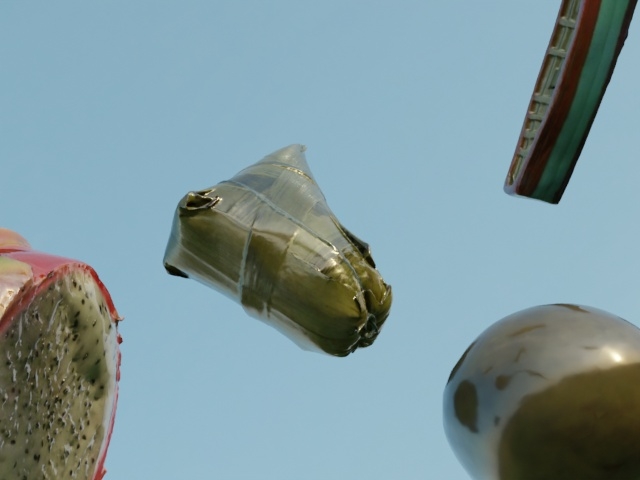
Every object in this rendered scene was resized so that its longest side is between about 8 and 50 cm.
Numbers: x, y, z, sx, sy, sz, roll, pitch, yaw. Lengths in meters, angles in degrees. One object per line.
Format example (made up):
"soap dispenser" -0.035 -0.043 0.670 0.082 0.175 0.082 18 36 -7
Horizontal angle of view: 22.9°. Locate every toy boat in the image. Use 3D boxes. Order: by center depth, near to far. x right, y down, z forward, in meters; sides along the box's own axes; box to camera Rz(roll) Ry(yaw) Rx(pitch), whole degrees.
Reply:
"toy boat" 0.282 -0.228 1.683 0.079 0.136 0.392 19 -86 -4

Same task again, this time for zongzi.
"zongzi" 0.000 0.000 1.732 0.274 0.251 0.125 -37 -25 -52

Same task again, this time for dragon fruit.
"dragon fruit" -0.297 0.131 1.326 0.291 0.189 0.290 11 -90 -67

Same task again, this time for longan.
"longan" 0.193 0.131 1.169 0.204 0.159 0.185 20 -28 -15
